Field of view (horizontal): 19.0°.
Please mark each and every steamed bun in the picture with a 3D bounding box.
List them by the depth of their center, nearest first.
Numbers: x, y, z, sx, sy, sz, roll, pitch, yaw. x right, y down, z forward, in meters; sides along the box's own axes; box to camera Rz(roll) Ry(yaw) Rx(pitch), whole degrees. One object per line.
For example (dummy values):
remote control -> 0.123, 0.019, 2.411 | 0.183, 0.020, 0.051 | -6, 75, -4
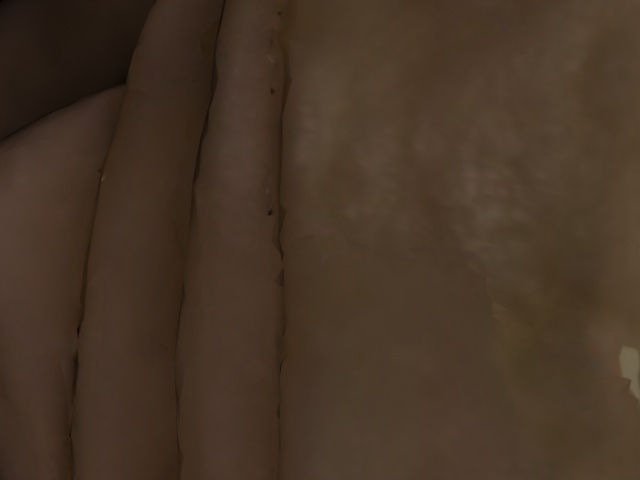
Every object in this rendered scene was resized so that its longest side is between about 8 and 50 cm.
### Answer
steamed bun -> -0.001, 0.003, 0.454 | 0.276, 0.203, 0.289 | -70, -160, 4

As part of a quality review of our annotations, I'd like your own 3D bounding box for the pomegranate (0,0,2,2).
pomegranate -> -0.028, -0.082, 0.691 | 0.248, 0.202, 0.202 | 179, -99, -72
